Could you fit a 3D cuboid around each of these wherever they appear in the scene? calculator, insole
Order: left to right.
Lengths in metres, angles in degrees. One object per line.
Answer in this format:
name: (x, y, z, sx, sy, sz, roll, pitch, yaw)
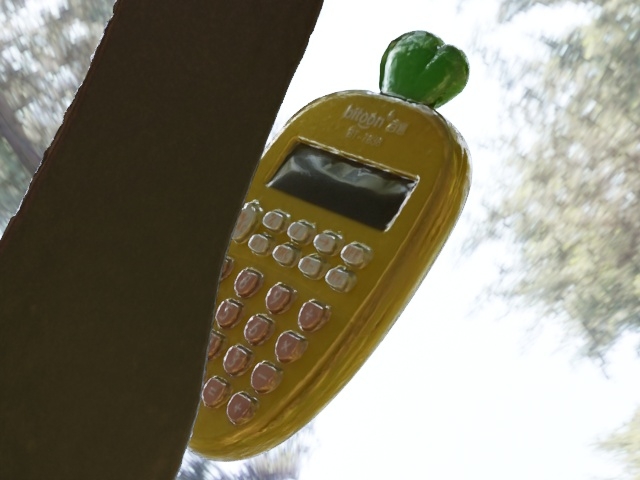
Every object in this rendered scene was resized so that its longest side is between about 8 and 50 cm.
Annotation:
insole: (-0.072, 0.012, 0.555, 0.111, 0.007, 0.328, 17, -83, -40)
calculator: (0.000, 0.000, 0.732, 0.032, 0.146, 0.235, 40, -100, -36)
